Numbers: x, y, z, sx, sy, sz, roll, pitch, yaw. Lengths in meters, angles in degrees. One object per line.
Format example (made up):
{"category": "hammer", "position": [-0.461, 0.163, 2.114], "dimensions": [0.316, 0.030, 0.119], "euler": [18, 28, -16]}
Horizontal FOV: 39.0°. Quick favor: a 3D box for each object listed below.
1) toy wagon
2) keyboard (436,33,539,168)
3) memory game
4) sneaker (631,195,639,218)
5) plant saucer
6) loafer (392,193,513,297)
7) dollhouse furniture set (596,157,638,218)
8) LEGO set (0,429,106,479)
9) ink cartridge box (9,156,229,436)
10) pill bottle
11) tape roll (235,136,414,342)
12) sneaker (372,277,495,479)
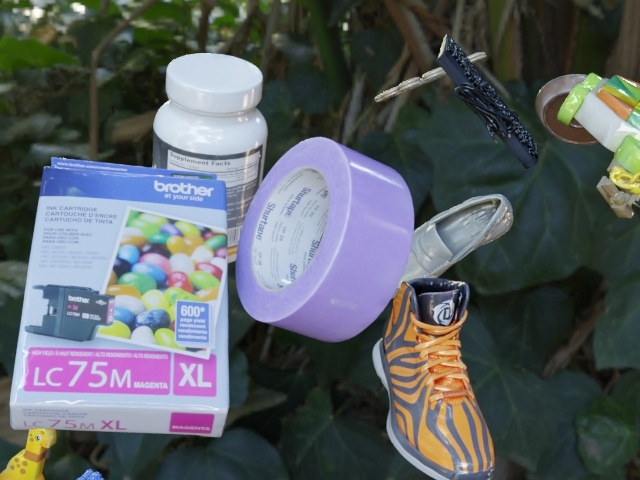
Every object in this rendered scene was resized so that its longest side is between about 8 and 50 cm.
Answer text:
{"category": "toy wagon", "position": [0.439, -0.122, 1.163], "dimensions": [0.267, 0.068, 0.344], "euler": [33, 26, 12]}
{"category": "keyboard", "position": [0.215, -0.167, 1.097], "dimensions": [0.038, 0.192, 0.100], "euler": [-32, 23, 33]}
{"category": "memory game", "position": [0.170, -0.254, 1.402], "dimensions": [0.186, 0.012, 0.186], "euler": [-22, 4, 2]}
{"category": "sneaker", "position": [0.504, -0.036, 1.315], "dimensions": [0.052, 0.135, 0.058], "euler": [11, 62, 47]}
{"category": "plant saucer", "position": [0.479, -0.233, 1.674], "dimensions": [0.168, 0.168, 0.029], "euler": [10, 53, 22]}
{"category": "loafer", "position": [0.222, 0.006, 1.742], "dimensions": [0.319, 0.111, 0.112], "euler": [-34, 69, 5]}
{"category": "dollhouse furniture set", "position": [0.684, -0.094, 1.901], "dimensions": [0.144, 0.123, 0.151], "euler": [-54, 30, -16]}
{"category": "LEGO set", "position": [-0.321, 0.268, 1.052], "dimensions": [0.227, 0.093, 0.087], "euler": [16, 13, 6]}
{"category": "ink cartridge box", "position": [-0.183, 0.031, 0.868], "dimensions": [0.186, 0.065, 0.311], "euler": [4, 51, -12]}
{"category": "pill bottle", "position": [-0.161, -0.115, 1.305], "dimensions": [0.162, 0.278, 0.162], "euler": [6, 32, -4]}
{"category": "tape roll", "position": [0.000, 0.000, 0.889], "dimensions": [0.080, 0.189, 0.189], "euler": [22, 14, -31]}
{"category": "sneaker", "position": [0.149, 0.160, 1.190], "dimensions": [0.125, 0.180, 0.321], "euler": [-1, 31, -18]}
